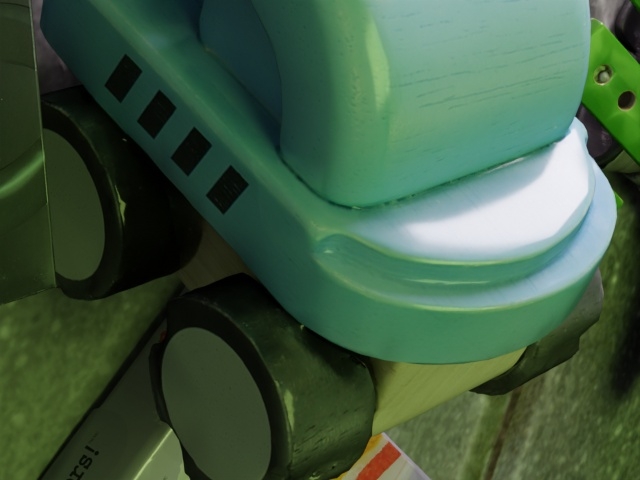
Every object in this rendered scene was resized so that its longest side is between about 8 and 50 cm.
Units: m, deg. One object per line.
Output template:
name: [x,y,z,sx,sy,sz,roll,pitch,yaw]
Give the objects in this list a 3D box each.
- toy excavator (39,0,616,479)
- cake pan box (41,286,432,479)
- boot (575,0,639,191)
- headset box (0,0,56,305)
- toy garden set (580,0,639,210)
toy excavator: [-0.007,-0.171,0.746,0.222,0.433,0.445,-19,144,-38]
cake pan box: [-0.068,0.196,0.950,0.267,0.070,0.246,-54,131,-15]
boot: [0.260,-0.030,1.173,0.222,0.118,0.338,20,83,-39]
headset box: [-0.248,-0.077,0.637,0.283,0.131,0.246,-20,117,-38]
toy garden set: [0.135,-0.102,1.030,0.244,0.049,0.204,-47,118,3]
